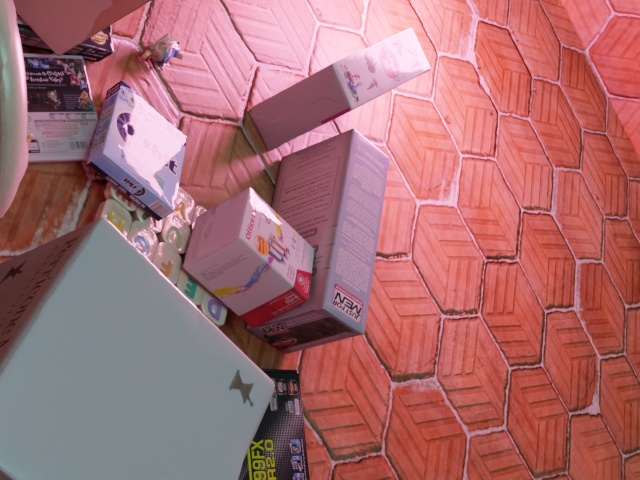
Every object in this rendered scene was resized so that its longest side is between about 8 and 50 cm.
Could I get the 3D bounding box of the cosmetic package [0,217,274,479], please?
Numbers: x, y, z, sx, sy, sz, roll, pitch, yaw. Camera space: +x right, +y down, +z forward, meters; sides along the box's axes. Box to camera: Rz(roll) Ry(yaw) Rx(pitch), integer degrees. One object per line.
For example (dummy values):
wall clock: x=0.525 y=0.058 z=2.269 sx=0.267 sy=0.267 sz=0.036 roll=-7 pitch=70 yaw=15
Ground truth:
cosmetic package: x=-0.337 y=0.235 z=1.328 sx=0.327 sy=0.394 sz=0.329 roll=48 pitch=44 yaw=-25

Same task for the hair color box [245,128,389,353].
hair color box: x=0.000 y=0.000 z=1.972 sx=0.113 sy=0.185 sz=0.374 roll=36 pitch=51 yaw=-36

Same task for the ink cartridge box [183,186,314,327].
ink cartridge box: x=-0.116 y=0.029 z=1.816 sx=0.176 sy=0.127 sz=0.128 roll=43 pitch=34 yaw=-30

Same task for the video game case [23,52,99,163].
video game case: x=-0.427 y=-0.204 z=1.693 sx=0.190 sy=0.022 sz=0.173 roll=-8 pitch=82 yaw=-49

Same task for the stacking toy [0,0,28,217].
stacking toy: x=-0.617 y=-0.169 z=1.302 sx=0.480 sy=0.350 sz=0.350 roll=-7 pitch=80 yaw=-32

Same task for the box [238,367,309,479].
box: x=-0.115 y=0.345 z=1.800 sx=0.216 sy=0.060 sz=0.270 roll=11 pitch=67 yaw=-47

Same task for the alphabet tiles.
alphabet tiles: x=-0.245 y=0.014 z=1.778 sx=0.284 sy=0.021 sz=0.278 roll=44 pitch=37 yaw=-29

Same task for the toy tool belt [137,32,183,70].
toy tool belt: x=-0.272 y=-0.319 z=1.894 sx=0.051 sy=0.052 sz=0.083 roll=51 pitch=43 yaw=-10

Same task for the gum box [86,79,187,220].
gum box: x=-0.291 y=-0.146 z=1.775 sx=0.157 sy=0.041 sz=0.184 roll=42 pitch=33 yaw=-32

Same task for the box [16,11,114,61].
box: x=-0.434 y=-0.388 z=1.734 sx=0.220 sy=0.051 sz=0.175 roll=4 pitch=72 yaw=-48

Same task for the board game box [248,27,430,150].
board game box: x=0.041 y=-0.293 z=2.106 sx=0.303 sy=0.224 sz=0.097 roll=-36 pitch=102 yaw=-49

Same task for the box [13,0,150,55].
box: x=-0.303 y=-0.405 z=1.605 sx=0.121 sy=0.311 sz=0.148 roll=49 pitch=46 yaw=-25

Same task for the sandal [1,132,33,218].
sandal: x=-0.453 y=-0.154 z=1.572 sx=0.079 sy=0.088 sz=0.240 roll=-15 pitch=79 yaw=-22
